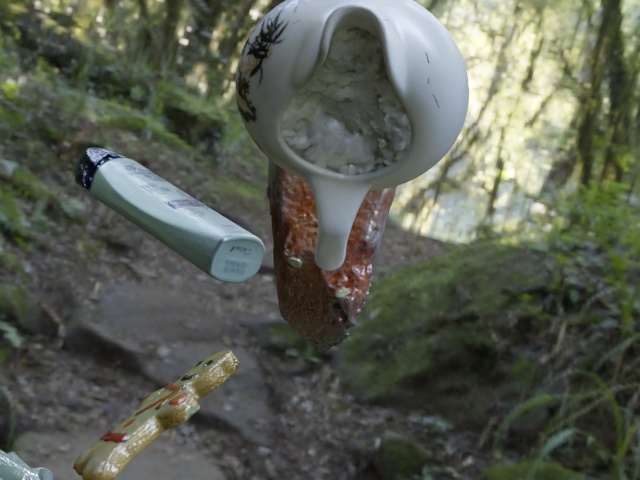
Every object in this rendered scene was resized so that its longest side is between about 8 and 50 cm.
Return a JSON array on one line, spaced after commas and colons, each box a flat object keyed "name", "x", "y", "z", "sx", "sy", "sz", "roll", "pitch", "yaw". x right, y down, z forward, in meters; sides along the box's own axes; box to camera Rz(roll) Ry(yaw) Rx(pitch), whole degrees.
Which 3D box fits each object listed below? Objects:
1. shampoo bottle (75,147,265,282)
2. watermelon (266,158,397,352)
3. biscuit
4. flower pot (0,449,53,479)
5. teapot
[{"name": "shampoo bottle", "x": -0.248, "y": -0.047, "z": 1.618, "sx": 0.359, "sy": 0.078, "sz": 0.134, "roll": 31, "pitch": 14, "yaw": 35}, {"name": "watermelon", "x": 0.000, "y": 0.000, "z": 1.242, "sx": 0.139, "sy": 0.257, "sz": 0.193, "roll": 8, "pitch": -9, "yaw": -13}, {"name": "biscuit", "x": -0.196, "y": 0.207, "z": 1.280, "sx": 0.030, "sy": 0.234, "sz": 0.153, "roll": 57, "pitch": -21, "yaw": -12}, {"name": "flower pot", "x": -0.632, "y": 0.429, "z": 1.843, "sx": 0.367, "sy": 0.165, "sz": 0.254, "roll": 27, "pitch": 6, "yaw": 15}, {"name": "teapot", "x": 0.028, "y": -0.110, "z": 0.962, "sx": 0.208, "sy": 0.300, "sz": 0.166, "roll": -1, "pitch": 39, "yaw": -4}]
